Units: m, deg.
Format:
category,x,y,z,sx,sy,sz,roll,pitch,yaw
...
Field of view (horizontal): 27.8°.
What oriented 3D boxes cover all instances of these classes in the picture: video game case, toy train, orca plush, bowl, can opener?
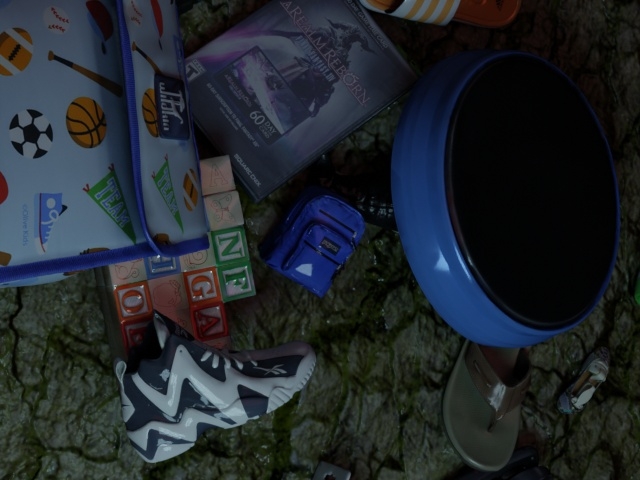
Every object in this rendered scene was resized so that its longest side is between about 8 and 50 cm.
category,x,y,z,sx,sy,sz,roll,pitch,yaw
video game case,-0.035,-0.200,1.615,0.274,0.026,0.196,-38,88,-18
toy train,0.119,-0.224,1.709,0.083,0.017,0.023,48,62,-15
orca plush,0.132,-0.071,1.664,0.287,0.102,0.151,18,82,-21
bowl,0.251,-0.058,1.653,0.391,0.077,0.391,9,77,-42
can opener,0.214,0.324,1.717,0.186,0.073,0.059,-17,104,-12

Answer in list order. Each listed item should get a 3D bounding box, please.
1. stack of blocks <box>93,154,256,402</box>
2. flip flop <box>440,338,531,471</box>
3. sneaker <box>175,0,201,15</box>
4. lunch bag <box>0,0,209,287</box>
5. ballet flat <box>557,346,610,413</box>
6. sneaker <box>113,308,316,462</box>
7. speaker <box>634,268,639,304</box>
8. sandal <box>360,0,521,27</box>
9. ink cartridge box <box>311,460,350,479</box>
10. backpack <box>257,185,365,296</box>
category,x,y,z,sx,sy,sz,roll,pitch,yaw
stack of blocks,-0.172,0.059,1.545,0.171,0.087,0.297,-12,94,-22
flip flop,0.238,0.166,1.705,0.112,0.080,0.277,20,80,-8
sneaker,-0.257,-0.286,1.529,0.267,0.101,0.106,-29,73,-15
lunch bag,-0.287,-0.120,1.329,0.385,0.239,0.327,-9,92,-43
ballet flat,0.374,0.196,1.793,0.041,0.041,0.114,45,74,-16
sneaker,-0.127,0.132,1.462,0.235,0.094,0.153,-24,107,-11
speaker,0.551,-0.028,1.822,0.131,0.131,0.296,32,78,-19
sandal,0.172,-0.326,1.670,0.265,0.076,0.102,4,108,-32
ink cartridge box,0.007,0.373,1.604,0.060,0.104,0.180,27,80,-19
backpack,0.000,0.000,1.603,0.098,0.101,0.120,33,92,-25
